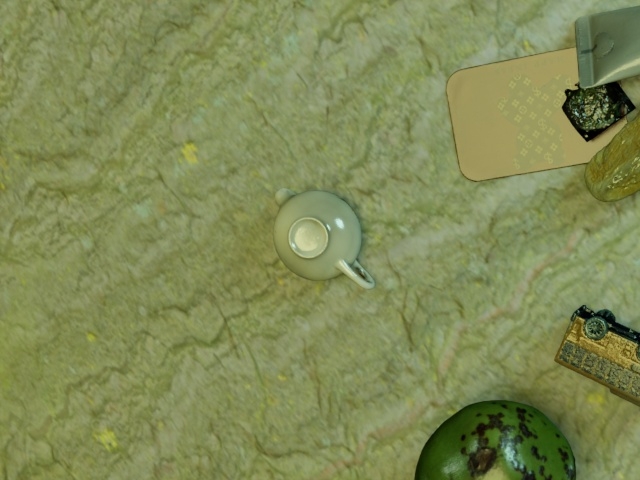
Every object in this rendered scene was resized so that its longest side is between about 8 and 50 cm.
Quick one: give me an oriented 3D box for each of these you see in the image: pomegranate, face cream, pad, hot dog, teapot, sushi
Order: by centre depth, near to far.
[{"bbox_3d":[0.523,-0.304,1.817,0.314,0.089,0.143,-8,55,19],"label":"face cream"},{"bbox_3d":[0.489,-0.146,1.839,0.073,0.084,0.242,29,117,-24],"label":"hot dog"},{"bbox_3d":[0.262,0.366,1.871,0.254,0.270,0.254,-2,117,-4],"label":"pomegranate"},{"bbox_3d":[0.408,-0.204,1.885,0.083,0.056,0.085,-39,82,25],"label":"sushi"},{"bbox_3d":[0.331,-0.195,1.942,0.267,0.004,0.181,-9,91,20],"label":"pad"},{"bbox_3d":[0.000,0.000,2.032,0.226,0.092,0.145,46,108,7],"label":"teapot"}]

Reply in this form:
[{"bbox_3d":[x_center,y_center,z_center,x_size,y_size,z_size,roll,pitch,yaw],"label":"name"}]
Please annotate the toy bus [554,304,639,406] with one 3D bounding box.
[{"bbox_3d":[0.450,0.177,1.883,0.182,0.091,0.103,26,104,18],"label":"toy bus"}]
